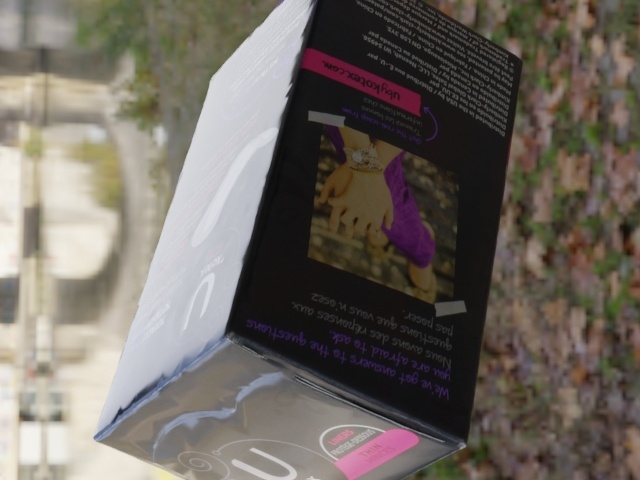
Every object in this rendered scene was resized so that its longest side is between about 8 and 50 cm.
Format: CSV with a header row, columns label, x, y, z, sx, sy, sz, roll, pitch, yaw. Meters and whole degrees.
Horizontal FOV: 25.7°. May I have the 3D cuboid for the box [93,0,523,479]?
label,x,y,z,sx,sy,sz,roll,pitch,yaw
box,0.000,0.000,0.794,0.165,0.143,0.270,-39,29,49
